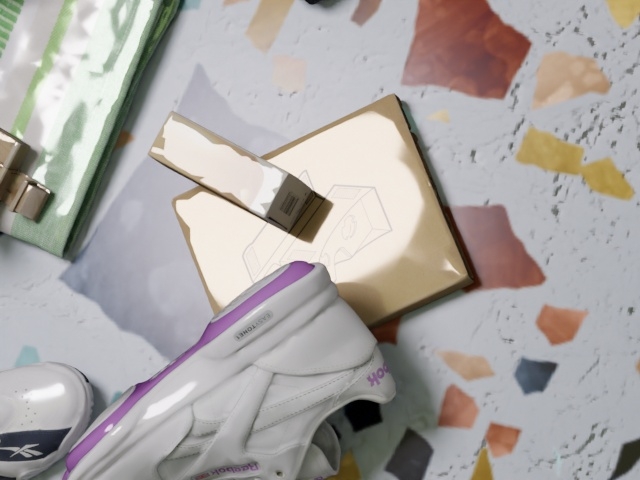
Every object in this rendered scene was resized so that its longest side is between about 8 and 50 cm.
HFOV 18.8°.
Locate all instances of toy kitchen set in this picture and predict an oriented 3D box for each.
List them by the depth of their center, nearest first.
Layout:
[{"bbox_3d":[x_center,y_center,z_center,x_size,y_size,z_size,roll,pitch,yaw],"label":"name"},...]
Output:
[{"bbox_3d":[-0.266,-0.042,1.542,0.068,0.075,0.083,31,97,17],"label":"toy kitchen set"}]

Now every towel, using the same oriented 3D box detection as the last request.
[{"bbox_3d":[-0.301,-0.157,1.630,0.325,0.038,0.248,22,88,19],"label":"towel"}]

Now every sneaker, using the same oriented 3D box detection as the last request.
[{"bbox_3d":[-0.078,0.153,1.453,0.305,0.114,0.152,-39,96,20],"label":"sneaker"},{"bbox_3d":[-0.306,0.147,1.508,0.235,0.153,0.094,-11,78,16],"label":"sneaker"}]

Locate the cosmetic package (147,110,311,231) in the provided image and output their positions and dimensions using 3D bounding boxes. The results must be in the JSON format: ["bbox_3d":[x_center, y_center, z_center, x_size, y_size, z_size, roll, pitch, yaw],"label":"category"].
[{"bbox_3d":[-0.070,-0.053,1.496,0.115,0.060,0.041,28,88,23],"label":"cosmetic package"}]

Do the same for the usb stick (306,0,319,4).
[{"bbox_3d":[-0.066,-0.311,1.575,0.077,0.045,0.278,-39,71,7],"label":"usb stick"}]

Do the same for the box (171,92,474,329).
[{"bbox_3d":[0.000,0.000,1.507,0.201,0.021,0.164,-25,73,12],"label":"box"}]
